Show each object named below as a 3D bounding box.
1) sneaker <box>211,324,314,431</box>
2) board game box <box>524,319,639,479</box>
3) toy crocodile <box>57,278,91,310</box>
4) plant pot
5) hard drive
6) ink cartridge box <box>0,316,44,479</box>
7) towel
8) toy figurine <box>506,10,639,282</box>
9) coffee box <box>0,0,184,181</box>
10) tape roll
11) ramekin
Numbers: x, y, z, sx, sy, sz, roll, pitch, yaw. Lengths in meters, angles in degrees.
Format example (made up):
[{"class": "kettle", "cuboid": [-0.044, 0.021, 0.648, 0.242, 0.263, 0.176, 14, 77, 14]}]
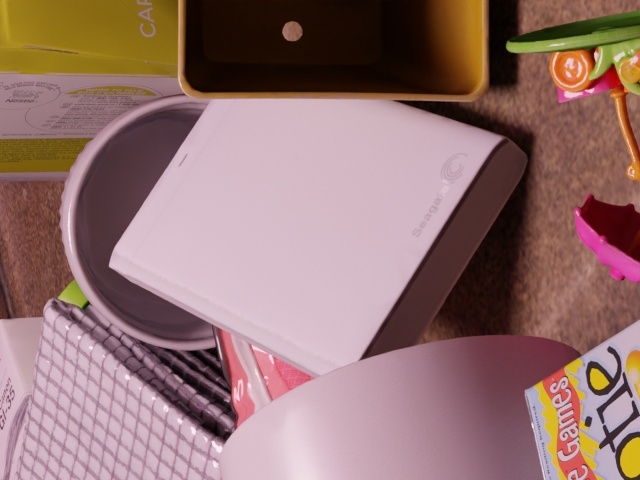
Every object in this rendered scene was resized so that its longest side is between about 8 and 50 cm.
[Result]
[{"class": "sneaker", "cuboid": [0.001, 0.121, 1.463, 0.116, 0.136, 0.314, 75, -178, -58]}, {"class": "board game box", "cuboid": [0.244, 0.093, 0.969, 0.275, 0.144, 0.142, -42, 54, 53]}, {"class": "toy crocodile", "cuboid": [-0.165, 0.032, 1.788, 0.115, 0.105, 0.340, 36, 133, 6]}, {"class": "plant pot", "cuboid": [-0.004, -0.202, 1.380, 0.187, 0.212, 0.212, -172, 81, -81]}, {"class": "hard drive", "cuboid": [-0.012, -0.019, 1.404, 0.307, 0.040, 0.203, 23, 78, 50]}, {"class": "ink cartridge box", "cuboid": [-0.258, 0.243, 1.936, 0.283, 0.117, 0.207, 62, 142, 40]}, {"class": "towel", "cuboid": [-0.132, 0.200, 1.655, 0.284, 0.121, 0.235, 34, 123, 36]}, {"class": "toy figurine", "cuboid": [0.203, -0.052, 1.116, 0.173, 0.130, 0.159, -4, 101, 38]}, {"class": "coffee box", "cuboid": [-0.347, -0.260, 1.862, 0.334, 0.338, 0.337, -31, 64, 57]}, {"class": "tape roll", "cuboid": [0.073, 0.186, 1.185, 0.246, 0.246, 0.169, -52, 47, 49]}, {"class": "ramekin", "cuboid": [-0.118, -0.018, 1.593, 0.109, 0.207, 0.207, -167, 78, -71]}]
